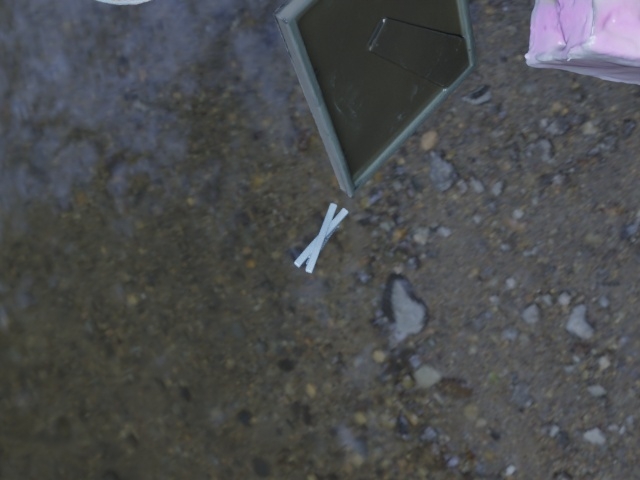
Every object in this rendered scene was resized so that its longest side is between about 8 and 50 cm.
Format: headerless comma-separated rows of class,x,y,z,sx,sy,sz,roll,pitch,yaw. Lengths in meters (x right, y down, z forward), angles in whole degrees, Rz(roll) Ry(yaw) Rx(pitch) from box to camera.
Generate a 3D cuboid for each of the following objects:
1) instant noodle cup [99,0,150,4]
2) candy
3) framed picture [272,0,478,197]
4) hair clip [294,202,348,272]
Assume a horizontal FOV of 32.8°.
instant noodle cup,-0.164,-0.332,0.979,0.212,0.193,0.193,-10,102,65
candy,0.390,-0.248,1.281,0.155,0.265,0.116,-162,79,-72
framed picture,0.103,-0.292,1.610,0.028,0.326,0.446,37,165,28
hair clip,0.001,0.001,1.596,0.030,0.115,0.039,26,151,13
